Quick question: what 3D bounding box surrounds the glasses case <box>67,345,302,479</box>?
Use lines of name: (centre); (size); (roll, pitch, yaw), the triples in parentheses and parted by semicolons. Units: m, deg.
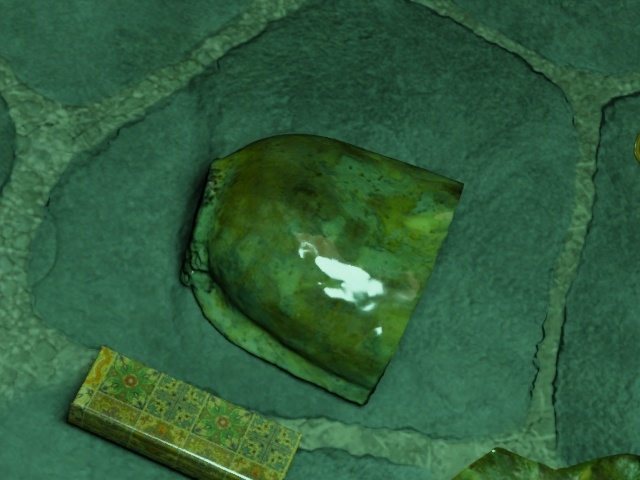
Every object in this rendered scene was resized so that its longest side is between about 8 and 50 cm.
glasses case: (-0.134, 0.187, 1.454); (0.218, 0.049, 0.075); (24, 54, 1)

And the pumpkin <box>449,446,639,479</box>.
pumpkin: (0.226, 0.315, 1.420); (0.258, 0.095, 0.290); (11, 53, -5)

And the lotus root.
lotus root: (-0.007, -0.014, 1.537); (0.260, 0.149, 0.267); (26, 57, 1)

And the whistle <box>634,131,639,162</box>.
whistle: (0.413, -0.123, 1.743); (0.057, 0.046, 0.109); (36, 66, -9)
